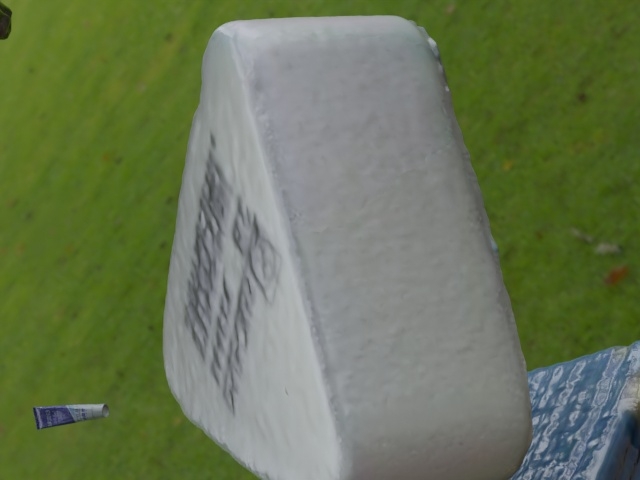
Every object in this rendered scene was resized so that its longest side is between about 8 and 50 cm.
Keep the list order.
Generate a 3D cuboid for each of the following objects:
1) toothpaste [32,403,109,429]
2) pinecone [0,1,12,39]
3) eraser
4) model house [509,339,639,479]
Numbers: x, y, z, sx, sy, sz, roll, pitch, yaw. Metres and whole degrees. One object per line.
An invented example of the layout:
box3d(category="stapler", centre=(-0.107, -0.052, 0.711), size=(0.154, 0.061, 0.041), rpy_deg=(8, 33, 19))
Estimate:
box3d(category="toothpaste", centre=(-0.254, 0.178, 1.485), size=(0.083, 0.024, 0.015), rpy_deg=(-7, 5, 20))
box3d(category="pinecone", centre=(-0.371, -0.226, 1.217), size=(0.309, 0.244, 0.244), rpy_deg=(-43, 26, 20))
box3d(category="eraser", centre=(0.000, 0.000, 0.997), size=(0.331, 0.150, 0.331), rpy_deg=(177, 90, -66))
box3d(category="model house", centre=(0.261, 0.318, 1.218), size=(0.334, 0.382, 0.343), rpy_deg=(-51, -13, -50))
